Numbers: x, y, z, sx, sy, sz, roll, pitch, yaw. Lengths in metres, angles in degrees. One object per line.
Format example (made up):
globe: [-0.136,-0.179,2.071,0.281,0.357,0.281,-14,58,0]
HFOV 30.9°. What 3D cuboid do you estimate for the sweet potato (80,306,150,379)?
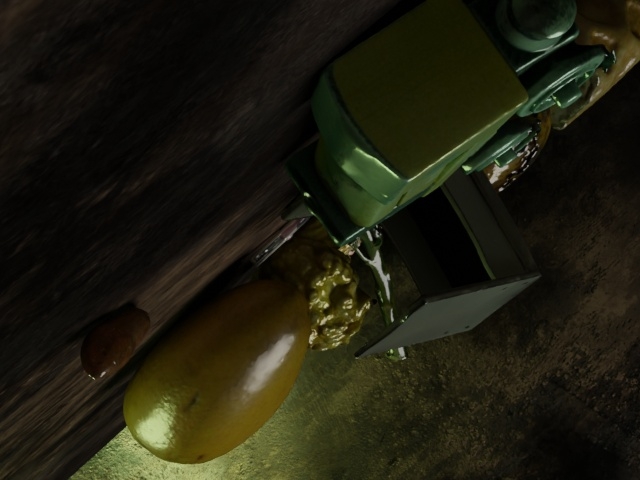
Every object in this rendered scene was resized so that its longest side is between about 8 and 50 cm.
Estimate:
sweet potato: [-0.209,0.099,1.228,0.050,0.050,0.214,-43,-177,12]

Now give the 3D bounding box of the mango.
mango: [-0.153,0.211,1.888,0.301,0.220,0.445,-19,162,-46]

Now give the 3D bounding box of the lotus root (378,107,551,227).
lotus root: [0.206,-0.135,1.848,0.397,0.196,0.179,-39,177,43]

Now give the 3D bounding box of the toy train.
toy train: [0.104,-0.124,1.100,0.253,0.160,0.397,-35,175,-12]

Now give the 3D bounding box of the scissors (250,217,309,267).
scissors: [-0.052,-0.015,1.862,0.176,0.022,0.085,-43,179,-31]

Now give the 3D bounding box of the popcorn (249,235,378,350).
popcorn: [-0.016,0.085,2.009,0.169,0.218,0.189,-28,-156,-17]

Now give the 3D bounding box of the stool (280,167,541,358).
stool: [0.131,0.006,1.651,0.270,0.243,0.170,-9,154,-43]

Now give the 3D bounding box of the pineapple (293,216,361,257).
pineapple: [0.000,0.000,2.178,0.186,0.114,0.236,-40,167,-32]

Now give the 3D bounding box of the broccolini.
broccolini: [0.082,0.060,1.906,0.074,0.392,0.079,-18,-147,-3]

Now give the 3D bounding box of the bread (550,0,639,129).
bread: [0.412,-0.320,1.892,0.252,0.196,0.238,-43,175,-42]
